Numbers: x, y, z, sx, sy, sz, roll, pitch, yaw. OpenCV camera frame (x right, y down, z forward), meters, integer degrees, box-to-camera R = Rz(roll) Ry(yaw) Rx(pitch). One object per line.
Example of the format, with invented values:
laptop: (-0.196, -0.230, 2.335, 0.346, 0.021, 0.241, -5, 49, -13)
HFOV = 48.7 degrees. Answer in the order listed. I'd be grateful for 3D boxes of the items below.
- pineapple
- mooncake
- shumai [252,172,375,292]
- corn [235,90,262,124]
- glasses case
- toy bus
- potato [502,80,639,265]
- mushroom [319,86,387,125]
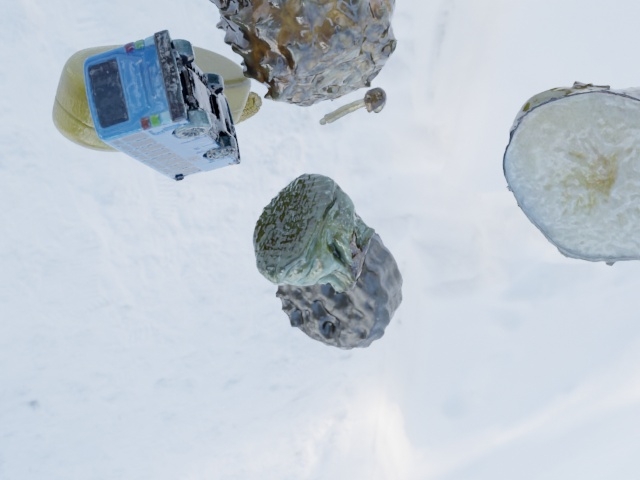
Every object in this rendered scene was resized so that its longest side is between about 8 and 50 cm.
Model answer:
pineapple: (-0.056, -0.306, 0.694, 0.174, 0.361, 0.175, -22, 165, -6)
mooncake: (0.029, 0.085, 1.246, 0.228, 0.228, 0.124, -53, 173, 34)
shumai: (-0.001, -0.004, 1.066, 0.184, 0.184, 0.142, -36, 129, 16)
corn: (-0.231, -0.311, 1.740, 0.207, 0.068, 0.068, -19, 148, 29)
glasses case: (-0.289, -0.240, 1.200, 0.371, 0.173, 0.141, -25, 148, -53)
toy bus: (-0.148, -0.124, 0.701, 0.106, 0.090, 0.184, -16, 170, 7)
potato: (0.414, -0.106, 1.002, 0.299, 0.196, 0.247, 14, 109, 14)
mushroom: (0.083, -0.320, 1.734, 0.187, 0.060, 0.061, -19, 111, 31)
